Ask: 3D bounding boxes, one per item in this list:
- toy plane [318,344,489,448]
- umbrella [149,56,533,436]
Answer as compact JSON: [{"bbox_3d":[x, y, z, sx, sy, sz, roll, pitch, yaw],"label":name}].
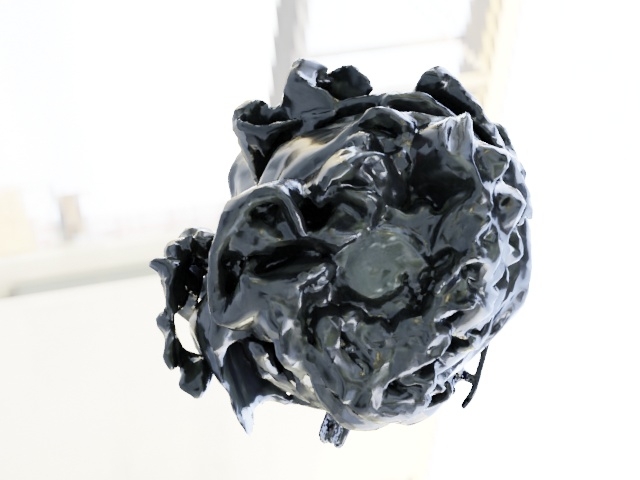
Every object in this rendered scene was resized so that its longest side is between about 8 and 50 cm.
[{"bbox_3d":[0.059,0.030,1.135,0.053,0.078,0.197,40,61,-54],"label":"toy plane"},{"bbox_3d":[0.007,-0.010,0.814,0.128,0.154,0.336,42,7,-6],"label":"umbrella"}]
